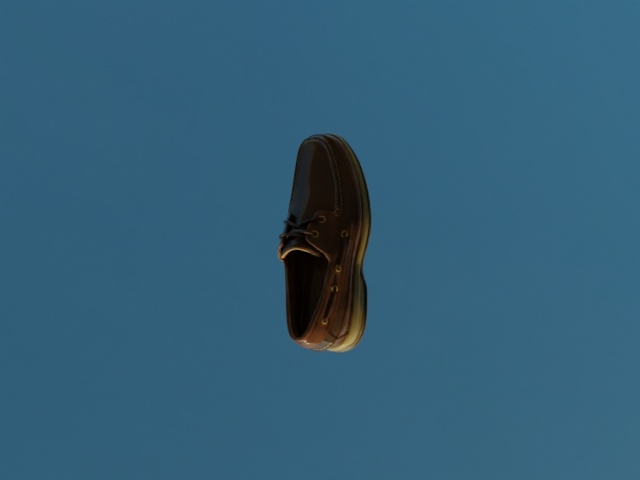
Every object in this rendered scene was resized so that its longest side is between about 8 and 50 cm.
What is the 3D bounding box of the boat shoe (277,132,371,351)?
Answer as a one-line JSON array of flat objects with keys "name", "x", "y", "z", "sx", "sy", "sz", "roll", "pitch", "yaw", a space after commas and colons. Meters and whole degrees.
[{"name": "boat shoe", "x": 0.000, "y": 0.000, "z": 0.957, "sx": 0.060, "sy": 0.064, "sz": 0.178, "roll": 4, "pitch": -97, "yaw": -48}]
